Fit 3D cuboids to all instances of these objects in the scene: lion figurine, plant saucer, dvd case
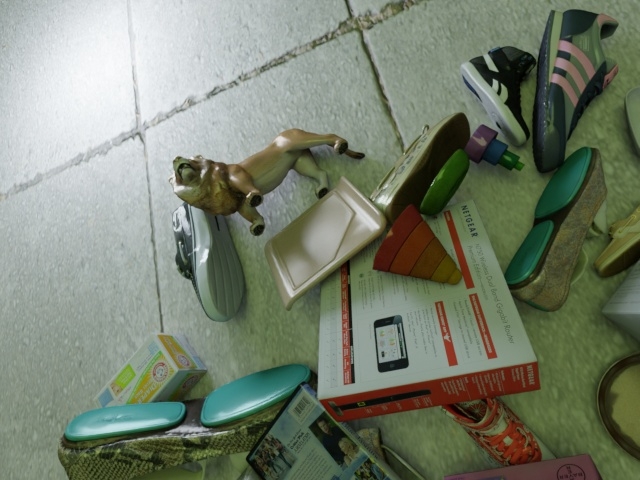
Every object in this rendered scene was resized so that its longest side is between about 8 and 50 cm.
[{"bbox_3d":[-0.121,-0.158,0.924,0.392,0.142,0.240,-27,46,-21],"label":"lion figurine"},{"bbox_3d":[0.511,0.254,0.631,0.168,0.029,0.169,-6,72,20],"label":"plant saucer"},{"bbox_3d":[0.011,0.378,0.662,0.253,0.022,0.180,39,104,22],"label":"dvd case"}]

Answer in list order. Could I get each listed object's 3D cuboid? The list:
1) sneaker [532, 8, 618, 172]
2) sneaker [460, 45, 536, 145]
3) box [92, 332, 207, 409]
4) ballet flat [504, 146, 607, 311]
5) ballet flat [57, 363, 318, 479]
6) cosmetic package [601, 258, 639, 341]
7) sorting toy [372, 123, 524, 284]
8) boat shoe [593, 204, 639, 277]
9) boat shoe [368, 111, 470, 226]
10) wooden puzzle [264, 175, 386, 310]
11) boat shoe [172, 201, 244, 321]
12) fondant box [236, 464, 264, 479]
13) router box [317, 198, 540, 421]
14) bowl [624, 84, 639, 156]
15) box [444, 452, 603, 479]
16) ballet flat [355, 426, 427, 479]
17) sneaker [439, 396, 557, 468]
[{"bbox_3d":[0.464,-0.274,0.757,0.130,0.112,0.319,8,82,17],"label":"sneaker"},{"bbox_3d":[0.376,-0.296,0.812,0.121,0.079,0.217,-28,66,12],"label":"sneaker"},{"bbox_3d":[-0.367,0.313,0.908,0.114,0.103,0.203,43,93,26],"label":"box"},{"bbox_3d":[0.412,-0.016,0.704,0.106,0.107,0.316,37,74,-5],"label":"ballet flat"},{"bbox_3d":[-0.227,0.371,0.793,0.482,0.164,0.182,-12,101,-5],"label":"ballet flat"},{"bbox_3d":[0.609,0.015,0.554,0.217,0.156,0.385,41,85,10],"label":"cosmetic package"},{"bbox_3d":[0.237,-0.054,0.697,0.126,0.127,0.365,35,63,18],"label":"sorting toy"},{"bbox_3d":[0.514,-0.012,0.694,0.170,0.063,0.059,-44,42,5],"label":"boat shoe"},{"bbox_3d":[0.189,-0.145,0.805,0.285,0.105,0.089,-47,35,-21],"label":"boat shoe"},{"bbox_3d":[0.000,0.000,0.805,0.238,0.044,0.221,-42,32,6],"label":"wooden puzzle"},{"bbox_3d":[-0.265,0.043,0.953,0.119,0.121,0.335,-30,55,18],"label":"boat shoe"},{"bbox_3d":[-0.131,0.592,0.703,0.238,0.096,0.330,38,92,4],"label":"fondant box"},{"bbox_3d":[0.149,0.103,0.699,0.300,0.082,0.336,-16,41,16],"label":"router box"},{"bbox_3d":[0.603,-0.204,0.713,0.142,0.053,0.142,-8,73,20],"label":"bowl"},{"bbox_3d":[0.278,0.426,0.524,0.213,0.243,0.117,-26,107,26],"label":"box"},{"bbox_3d":[0.158,0.460,0.667,0.123,0.123,0.349,-42,65,5],"label":"ballet flat"},{"bbox_3d":[0.268,0.295,0.647,0.090,0.145,0.270,-42,65,5],"label":"sneaker"}]
